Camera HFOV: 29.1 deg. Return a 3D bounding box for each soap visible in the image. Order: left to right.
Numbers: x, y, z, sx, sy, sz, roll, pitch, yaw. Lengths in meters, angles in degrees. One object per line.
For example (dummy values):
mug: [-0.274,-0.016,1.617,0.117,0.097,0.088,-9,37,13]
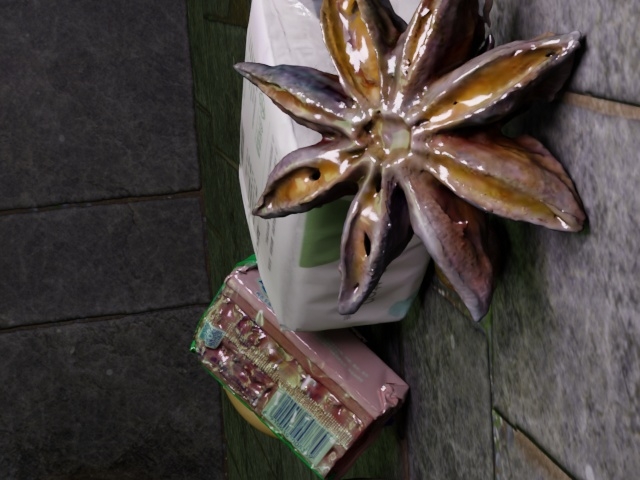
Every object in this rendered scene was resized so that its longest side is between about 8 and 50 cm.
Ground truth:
soap: [-0.034,0.165,1.566,0.273,0.098,0.218,43,124,10]

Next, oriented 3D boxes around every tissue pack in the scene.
tissue pack: [0.023,-0.090,1.332,0.356,0.193,0.266,102,158,-61]

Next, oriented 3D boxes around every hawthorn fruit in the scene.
hawthorn fruit: [0.138,-0.001,1.167,0.067,0.066,0.103,96,176,-48]

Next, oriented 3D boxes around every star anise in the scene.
star anise: [0.074,-0.088,1.019,0.117,0.331,0.332,-10,-85,-60]

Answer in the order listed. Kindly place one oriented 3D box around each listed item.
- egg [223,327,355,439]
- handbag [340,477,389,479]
egg: [-0.033,0.188,1.747,0.244,0.201,0.201,44,141,50]
handbag: [-0.026,0.397,1.612,0.302,0.283,0.149,142,122,-77]
